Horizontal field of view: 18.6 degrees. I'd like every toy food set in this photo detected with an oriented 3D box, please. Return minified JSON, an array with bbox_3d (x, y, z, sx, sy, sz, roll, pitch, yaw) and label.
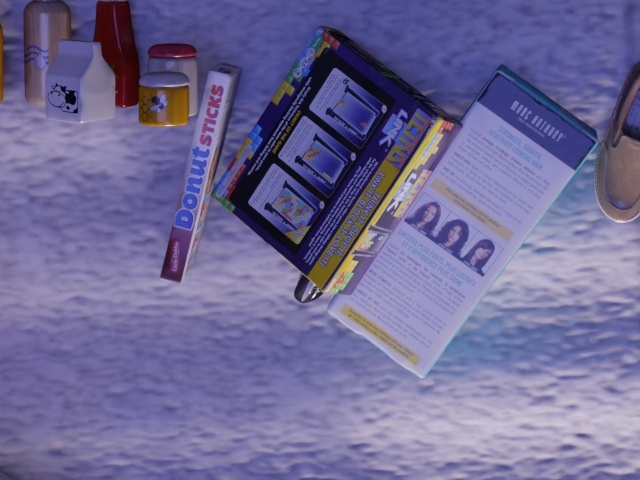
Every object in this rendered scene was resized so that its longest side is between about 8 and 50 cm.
[{"bbox_3d":[-0.185,-0.155,1.574,0.232,0.111,0.104,9,104,37],"label":"toy food set"}]

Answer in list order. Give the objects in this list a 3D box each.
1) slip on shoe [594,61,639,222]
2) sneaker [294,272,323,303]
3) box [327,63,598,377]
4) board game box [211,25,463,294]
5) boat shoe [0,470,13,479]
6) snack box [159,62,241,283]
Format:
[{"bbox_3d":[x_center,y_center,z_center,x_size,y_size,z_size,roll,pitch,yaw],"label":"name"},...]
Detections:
[{"bbox_3d":[0.254,-0.079,1.579,0.051,0.041,0.135,17,102,3],"label":"slip on shoe"},{"bbox_3d":[0.000,0.000,1.632,0.044,0.040,0.109,26,100,18],"label":"sneaker"},{"bbox_3d":[0.115,-0.016,1.598,0.100,0.060,0.244,36,103,-1],"label":"box"},{"bbox_3d":[0.012,-0.064,1.579,0.141,0.048,0.170,41,105,26],"label":"board game box"},{"bbox_3d":[-0.250,0.313,1.684,0.094,0.109,0.302,-38,97,14],"label":"boat shoe"},{"bbox_3d":[-0.098,-0.056,1.614,0.022,0.064,0.178,15,102,2],"label":"snack box"}]
